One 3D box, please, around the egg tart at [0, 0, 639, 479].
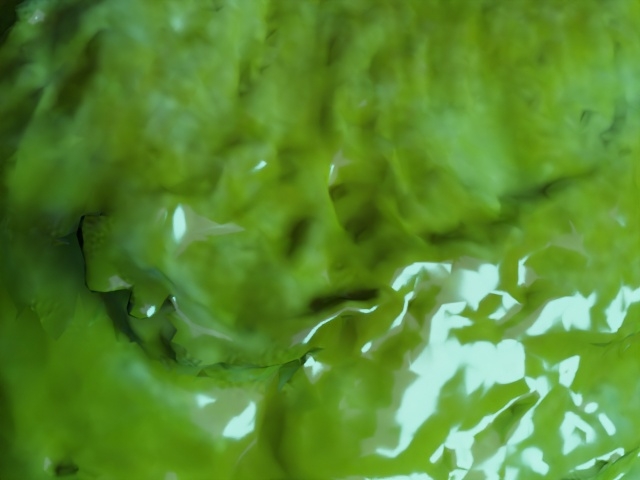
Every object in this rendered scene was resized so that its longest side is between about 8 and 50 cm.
[{"bbox_3d":[0.000,0.000,0.464,0.352,0.153,0.339,10,60,-10],"label":"egg tart"}]
